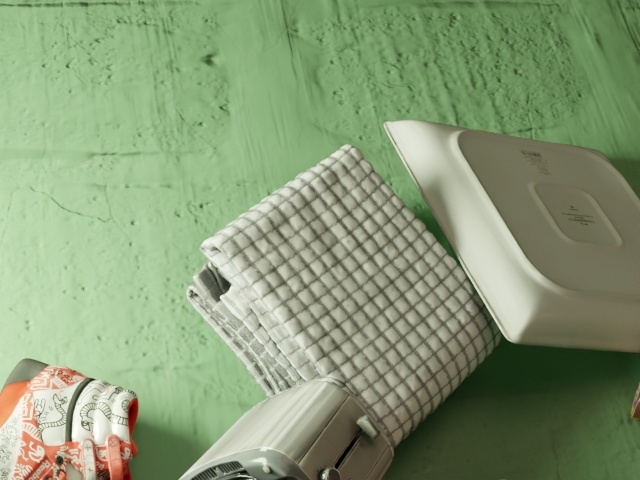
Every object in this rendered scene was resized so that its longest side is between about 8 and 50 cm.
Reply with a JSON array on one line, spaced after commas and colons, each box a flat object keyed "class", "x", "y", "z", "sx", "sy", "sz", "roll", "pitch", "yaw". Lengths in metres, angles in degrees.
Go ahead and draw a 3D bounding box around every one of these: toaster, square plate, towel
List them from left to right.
[{"class": "toaster", "x": -0.036, "y": 0.225, "z": 1.513, "sx": 0.129, "sy": 0.227, "sz": 0.146, "roll": 52, "pitch": 47, "yaw": -8}, {"class": "towel", "x": 0.021, "y": 0.074, "z": 1.664, "sx": 0.284, "sy": 0.121, "sz": 0.235, "roll": 49, "pitch": 55, "yaw": 3}, {"class": "square plate", "x": 0.277, "y": -0.013, "z": 1.799, "sx": 0.347, "sy": 0.049, "sz": 0.344, "roll": 6, "pitch": 42, "yaw": -35}]

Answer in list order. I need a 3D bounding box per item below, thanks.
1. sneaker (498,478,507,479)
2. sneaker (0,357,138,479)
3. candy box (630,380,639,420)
[{"class": "sneaker", "x": 0.181, "y": 0.290, "z": 1.587, "sx": 0.069, "sy": 0.038, "sz": 0.098, "roll": 30, "pitch": 59, "yaw": 16}, {"class": "sneaker", "x": -0.264, "y": 0.231, "z": 1.523, "sx": 0.145, "sy": 0.090, "sz": 0.270, "roll": 14, "pitch": 44, "yaw": 6}, {"class": "candy box", "x": 0.437, "y": 0.169, "z": 1.696, "sx": 0.186, "sy": 0.109, "sz": 0.053, "roll": 18, "pitch": 46, "yaw": 8}]
